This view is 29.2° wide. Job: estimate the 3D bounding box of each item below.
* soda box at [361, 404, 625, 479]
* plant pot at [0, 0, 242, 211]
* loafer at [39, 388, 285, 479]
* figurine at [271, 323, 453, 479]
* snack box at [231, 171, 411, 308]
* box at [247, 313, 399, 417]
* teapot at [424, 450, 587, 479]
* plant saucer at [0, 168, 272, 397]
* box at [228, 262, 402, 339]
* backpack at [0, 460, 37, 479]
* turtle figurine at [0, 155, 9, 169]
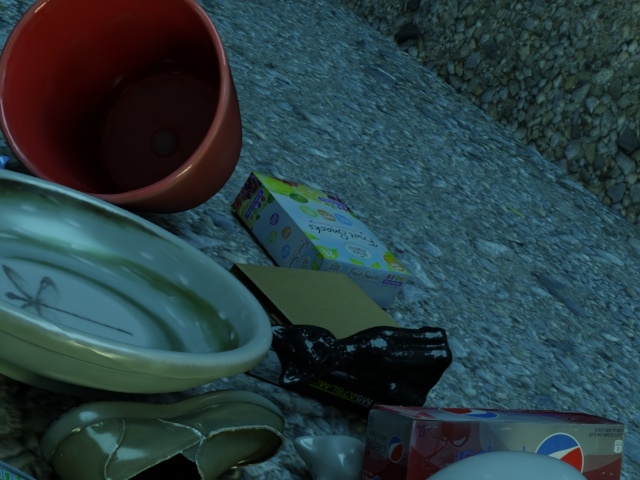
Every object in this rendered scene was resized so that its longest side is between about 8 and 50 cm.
[{"bbox_3d":[0.173,0.215,1.213,0.263,0.092,0.083,6,0,-28],"label":"soda box"},{"bbox_3d":[-0.213,-0.149,1.460,0.275,0.275,0.243,36,-4,14],"label":"plant pot"},{"bbox_3d":[-0.124,0.191,1.063,0.251,0.094,0.087,2,49,-44],"label":"loafer"},{"bbox_3d":[0.051,0.182,1.279,0.209,0.092,0.215,8,49,-33],"label":"figurine"},{"bbox_3d":[0.000,0.000,1.707,0.174,0.070,0.207,12,29,-44],"label":"snack box"},{"bbox_3d":[-0.008,0.122,1.443,0.190,0.045,0.184,23,19,-20],"label":"box"},{"bbox_3d":[0.112,0.283,0.994,0.187,0.256,0.252,6,40,-3],"label":"teapot"},{"bbox_3d":[-0.244,0.050,1.140,0.400,0.100,0.400,23,14,-6],"label":"plant saucer"},{"bbox_3d":[0.008,0.086,1.454,0.201,0.021,0.164,6,30,-48],"label":"box"},{"bbox_3d":[-0.249,0.214,0.653,0.276,0.213,0.263,28,9,1],"label":"backpack"},{"bbox_3d":[-0.452,-0.184,1.310,0.274,0.198,0.266,24,17,-29],"label":"turtle figurine"}]
